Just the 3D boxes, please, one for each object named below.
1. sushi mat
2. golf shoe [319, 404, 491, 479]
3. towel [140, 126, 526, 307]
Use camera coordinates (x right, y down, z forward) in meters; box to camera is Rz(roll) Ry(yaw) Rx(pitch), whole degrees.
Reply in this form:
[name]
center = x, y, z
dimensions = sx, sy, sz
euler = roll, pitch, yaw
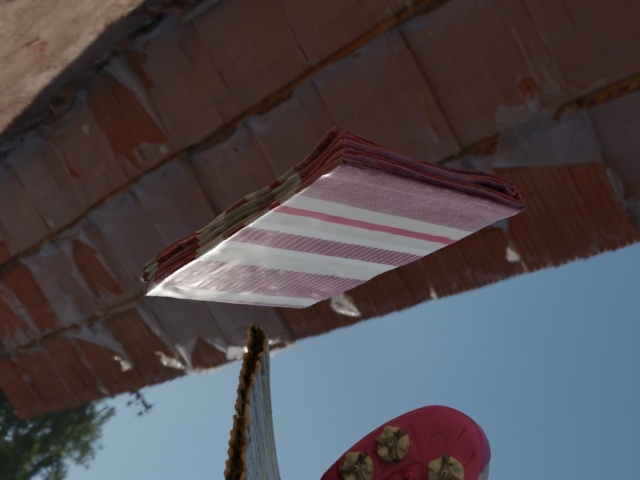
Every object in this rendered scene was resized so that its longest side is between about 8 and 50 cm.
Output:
[sushi mat]
center = -0.047, 0.214, 0.560
dimensions = 0.019, 0.316, 0.151
euler = 3, -131, 3
[golf shoe]
center = 0.038, 0.264, 0.542
dimensions = 0.115, 0.140, 0.306
euler = 34, -88, 38
[towel]
center = 0.000, 0.000, 0.690
dimensions = 0.237, 0.037, 0.329
euler = 11, 153, -39
